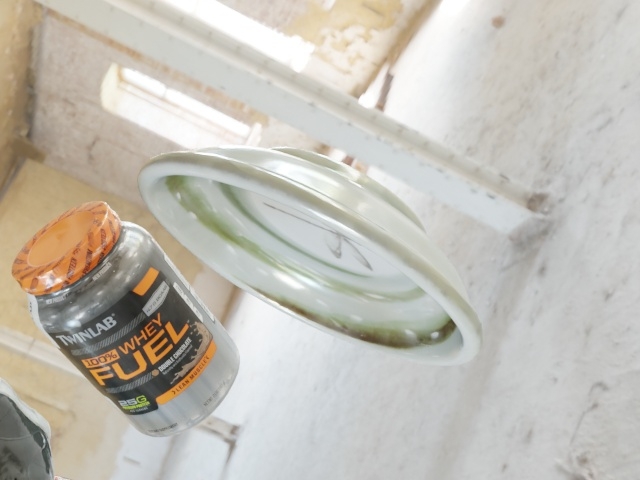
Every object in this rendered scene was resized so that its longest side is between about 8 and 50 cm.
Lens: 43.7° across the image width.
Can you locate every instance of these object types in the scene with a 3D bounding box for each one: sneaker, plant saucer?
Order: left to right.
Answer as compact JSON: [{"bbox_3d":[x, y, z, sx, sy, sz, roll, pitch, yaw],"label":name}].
[{"bbox_3d":[-0.316,0.222,0.743,0.295,0.105,0.146,79,170,-64],"label":"sneaker"},{"bbox_3d":[0.000,0.000,0.862,0.100,0.401,0.400,-62,9,-19],"label":"plant saucer"}]

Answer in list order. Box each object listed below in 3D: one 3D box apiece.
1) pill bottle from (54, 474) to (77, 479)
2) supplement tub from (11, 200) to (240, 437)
[{"bbox_3d":[-0.301,0.452,1.162,0.161,0.283,0.161,10,-90,-76],"label":"pill bottle"},{"bbox_3d":[-0.286,0.118,1.194,0.207,0.338,0.207,-24,32,16],"label":"supplement tub"}]
